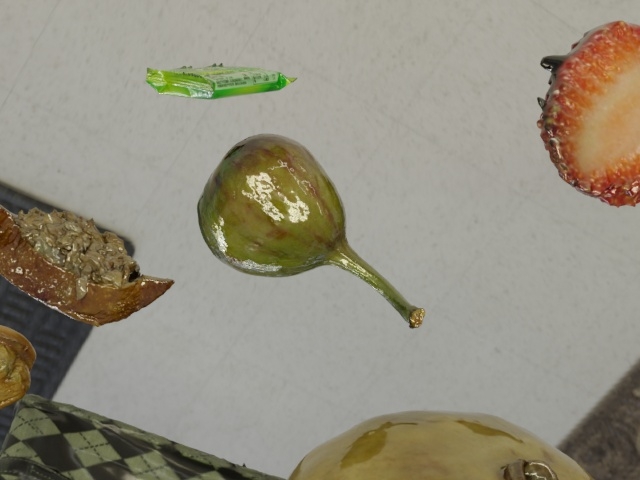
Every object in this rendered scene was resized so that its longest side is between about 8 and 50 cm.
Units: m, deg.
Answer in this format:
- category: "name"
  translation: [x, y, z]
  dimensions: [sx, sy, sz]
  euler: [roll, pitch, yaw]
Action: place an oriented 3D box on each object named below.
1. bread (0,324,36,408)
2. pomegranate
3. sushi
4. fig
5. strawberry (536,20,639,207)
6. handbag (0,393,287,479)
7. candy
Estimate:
- category: "bread"
  translation: [-0.257, 0.099, 0.756]
  dimensions: [0.081, 0.046, 0.083]
  euler: [14, 123, -32]
- category: "pomegranate"
  translation: [0.106, 0.292, 0.854]
  dimensions: [0.333, 0.332, 0.332]
  euler: [-1, 120, -2]
- category: "sushi"
  translation: [-0.153, 0.013, 0.629]
  dimensions: [0.120, 0.052, 0.055]
  euler: [29, 98, 20]
- category: "fig"
  translation: [0.000, 0.000, 0.964]
  dimensions: [0.245, 0.149, 0.149]
  euler: [35, 115, 5]
- category: "strawberry"
  translation: [0.351, -0.140, 1.251]
  dimensions: [0.306, 0.233, 0.137]
  euler: [-27, 164, -29]
- category: "handbag"
  translation: [-0.179, 0.367, 0.888]
  dimensions: [0.317, 0.416, 0.180]
  euler: [15, 137, -9]
- category: "candy"
  translation: [-0.116, -0.190, 1.208]
  dimensions: [0.102, 0.178, 0.032]
  euler: [13, 107, 28]
